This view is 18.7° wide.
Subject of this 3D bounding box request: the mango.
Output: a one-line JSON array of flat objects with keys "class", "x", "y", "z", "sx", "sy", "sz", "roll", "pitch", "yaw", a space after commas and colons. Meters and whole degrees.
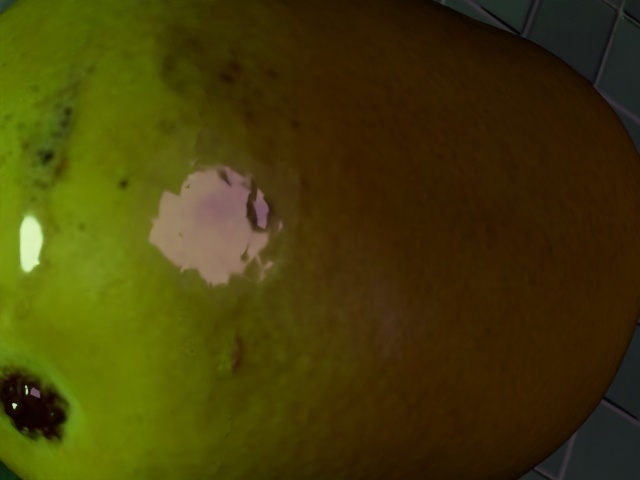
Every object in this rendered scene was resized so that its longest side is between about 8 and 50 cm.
[{"class": "mango", "x": 0.000, "y": 0.000, "z": 0.979, "sx": 0.445, "sy": 0.232, "sz": 0.300, "roll": -5, "pitch": 75, "yaw": -42}]
